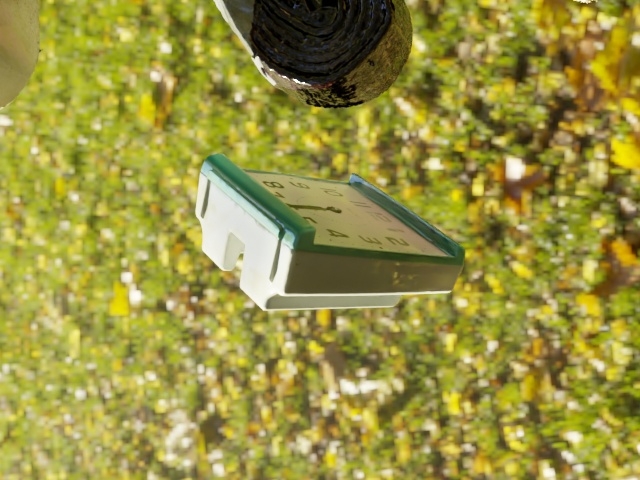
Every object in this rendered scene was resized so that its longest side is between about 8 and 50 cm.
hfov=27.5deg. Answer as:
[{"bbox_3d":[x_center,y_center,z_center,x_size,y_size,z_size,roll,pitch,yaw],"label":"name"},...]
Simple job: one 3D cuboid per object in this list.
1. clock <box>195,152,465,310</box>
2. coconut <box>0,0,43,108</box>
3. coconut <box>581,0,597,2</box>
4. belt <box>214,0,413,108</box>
[{"bbox_3d":[0.000,0.000,1.516,0.262,0.231,0.116,40,119,54],"label":"clock"},{"bbox_3d":[-0.422,-0.239,1.417,0.241,0.241,0.241,0,90,56],"label":"coconut"},{"bbox_3d":[0.307,-0.398,1.468,0.245,0.233,0.233,49,-146,-78],"label":"coconut"},{"bbox_3d":[-0.020,-0.281,1.457,0.184,0.164,0.289,-36,74,10],"label":"belt"}]
